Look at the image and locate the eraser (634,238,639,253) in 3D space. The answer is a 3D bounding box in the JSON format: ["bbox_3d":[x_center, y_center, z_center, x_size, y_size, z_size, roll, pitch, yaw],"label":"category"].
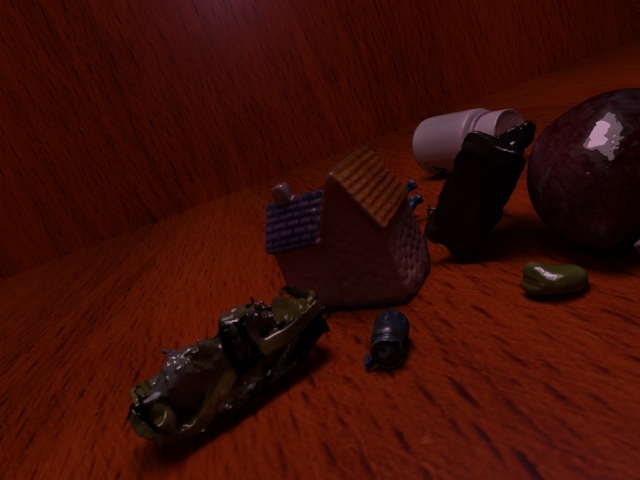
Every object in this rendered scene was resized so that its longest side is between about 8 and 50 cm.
[{"bbox_3d":[0.571,-0.046,0.607,0.396,0.082,0.213,-29,17,-30],"label":"eraser"}]

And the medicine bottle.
[{"bbox_3d":[0.405,-0.274,1.414,0.170,0.170,0.292,-28,16,-27],"label":"medicine bottle"}]

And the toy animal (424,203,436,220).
[{"bbox_3d":[0.269,-0.061,1.096,0.074,0.041,0.217,11,28,28],"label":"toy animal"}]

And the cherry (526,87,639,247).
[{"bbox_3d":[0.421,-0.102,0.754,0.230,0.203,0.300,-27,20,42],"label":"cherry"}]

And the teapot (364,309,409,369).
[{"bbox_3d":[0.084,0.129,0.677,0.063,0.049,0.083,-14,17,20],"label":"teapot"}]

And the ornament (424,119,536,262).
[{"bbox_3d":[0.306,-0.109,0.914,0.106,0.251,0.260,33,42,18],"label":"ornament"}]

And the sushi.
[{"bbox_3d":[-0.127,0.158,0.702,0.290,0.131,0.139,-37,23,-25],"label":"sushi"}]

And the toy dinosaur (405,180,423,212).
[{"bbox_3d":[0.173,-0.069,1.178,0.144,0.076,0.329,-51,15,7],"label":"toy dinosaur"}]

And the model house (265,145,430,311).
[{"bbox_3d":[0.043,-0.026,0.899,0.236,0.238,0.202,-10,20,32],"label":"model house"}]

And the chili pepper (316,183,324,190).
[{"bbox_3d":[0.061,-0.104,1.327,0.144,0.137,0.253,22,9,-6],"label":"chili pepper"}]

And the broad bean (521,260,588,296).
[{"bbox_3d":[0.309,0.051,0.682,0.083,0.045,0.063,0,13,32],"label":"broad bean"}]
